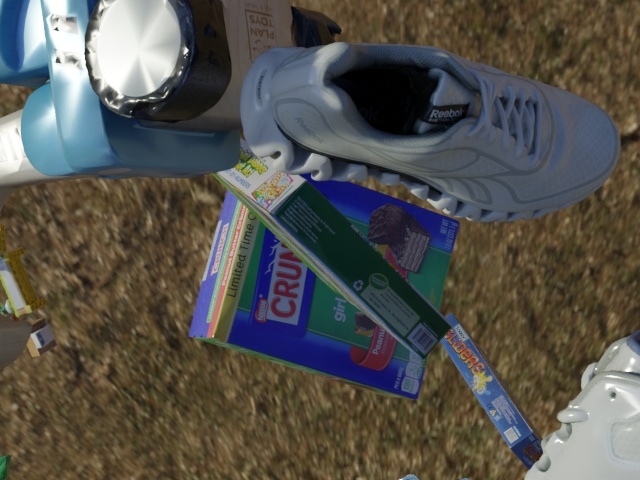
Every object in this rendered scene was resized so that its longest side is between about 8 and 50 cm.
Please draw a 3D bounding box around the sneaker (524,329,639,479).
[{"bbox_3d":[0.148,0.110,0.625,0.297,0.111,0.129,-34,95,31],"label":"sneaker"}]

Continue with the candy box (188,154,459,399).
[{"bbox_3d":[0.008,0.052,1.870,0.317,0.122,0.268,18,78,-19],"label":"candy box"}]

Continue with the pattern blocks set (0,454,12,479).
[{"bbox_3d":[-0.300,0.399,1.522,0.285,0.026,0.325,-41,80,5],"label":"pattern blocks set"}]

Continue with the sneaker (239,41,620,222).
[{"bbox_3d":[0.096,-0.079,0.932,0.292,0.118,0.110,6,78,-25],"label":"sneaker"}]

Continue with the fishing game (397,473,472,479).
[{"bbox_3d":[0.115,0.230,0.910,0.041,0.264,0.189,-49,118,-33],"label":"fishing game"}]

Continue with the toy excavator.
[{"bbox_3d":[-0.213,-0.114,1.144,0.445,0.222,0.433,-9,87,33],"label":"toy excavator"}]

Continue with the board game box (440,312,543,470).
[{"bbox_3d":[0.220,0.197,1.674,0.035,0.136,0.201,-35,52,5],"label":"board game box"}]

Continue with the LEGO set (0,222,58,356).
[{"bbox_3d":[-0.495,0.055,1.936,0.107,0.287,0.132,-20,42,20],"label":"LEGO set"}]

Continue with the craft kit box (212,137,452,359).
[{"bbox_3d":[0.000,0.000,1.463,0.061,0.246,0.250,-49,119,-6],"label":"craft kit box"}]
